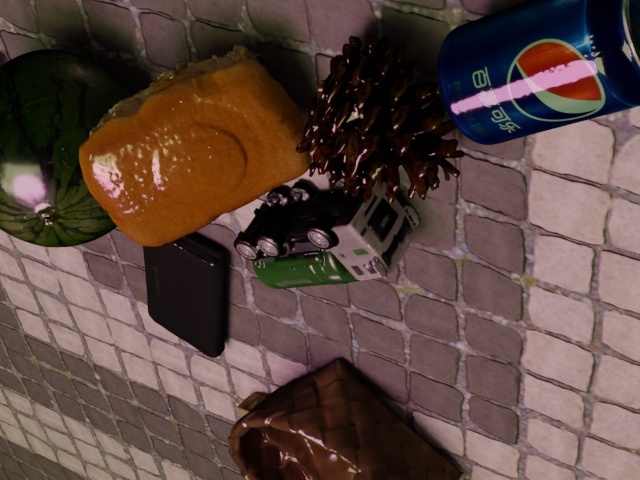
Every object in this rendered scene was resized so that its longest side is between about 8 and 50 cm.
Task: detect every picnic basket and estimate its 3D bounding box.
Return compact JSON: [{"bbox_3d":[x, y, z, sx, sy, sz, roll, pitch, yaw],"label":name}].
[{"bbox_3d":[-0.007,0.389,1.564,0.337,0.337,0.293,43,144,-8],"label":"picnic basket"}]

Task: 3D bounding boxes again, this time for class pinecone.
[{"bbox_3d":[0.067,-0.110,1.088,0.165,0.163,0.163,29,145,-6],"label":"pinecone"}]

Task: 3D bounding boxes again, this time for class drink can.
[{"bbox_3d":[0.205,-0.157,0.947,0.205,0.118,0.118,-14,121,46],"label":"drink can"}]

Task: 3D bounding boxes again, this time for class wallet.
[{"bbox_3d":[-0.203,0.072,1.612,0.149,0.044,0.250,30,144,16],"label":"wallet"}]

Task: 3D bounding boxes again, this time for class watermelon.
[{"bbox_3d":[-0.327,-0.111,1.345,0.242,0.242,0.242,23,142,19],"label":"watermelon"}]

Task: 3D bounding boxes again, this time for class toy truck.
[{"bbox_3d":[0.000,0.000,1.312,0.242,0.101,0.125,-10,128,49],"label":"toy truck"}]

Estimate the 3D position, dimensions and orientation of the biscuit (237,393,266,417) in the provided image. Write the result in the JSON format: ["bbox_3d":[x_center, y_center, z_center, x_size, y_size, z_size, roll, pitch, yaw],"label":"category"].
[{"bbox_3d":[-0.070,0.325,1.772,0.056,0.052,0.188,15,141,53],"label":"biscuit"}]

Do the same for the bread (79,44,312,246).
[{"bbox_3d":[-0.139,-0.104,1.213,0.245,0.121,0.174,-26,116,4],"label":"bread"}]
